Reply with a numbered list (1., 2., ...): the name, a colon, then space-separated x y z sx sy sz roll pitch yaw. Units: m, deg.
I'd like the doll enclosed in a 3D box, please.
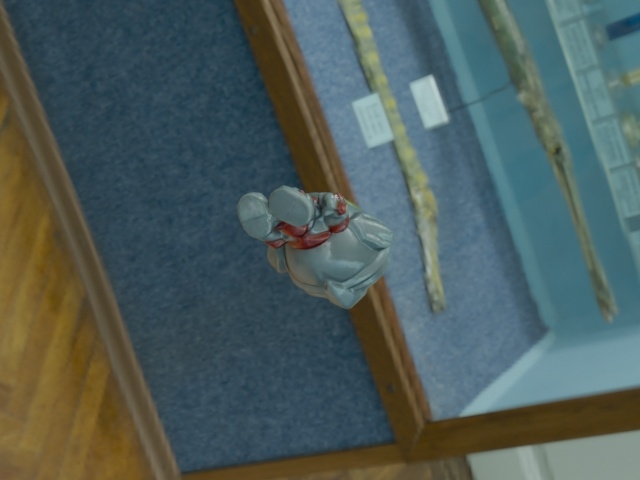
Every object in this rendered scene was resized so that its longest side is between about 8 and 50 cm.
1. doll: 0.000 0.000 0.740 0.180 0.094 0.079 40 38 -64
